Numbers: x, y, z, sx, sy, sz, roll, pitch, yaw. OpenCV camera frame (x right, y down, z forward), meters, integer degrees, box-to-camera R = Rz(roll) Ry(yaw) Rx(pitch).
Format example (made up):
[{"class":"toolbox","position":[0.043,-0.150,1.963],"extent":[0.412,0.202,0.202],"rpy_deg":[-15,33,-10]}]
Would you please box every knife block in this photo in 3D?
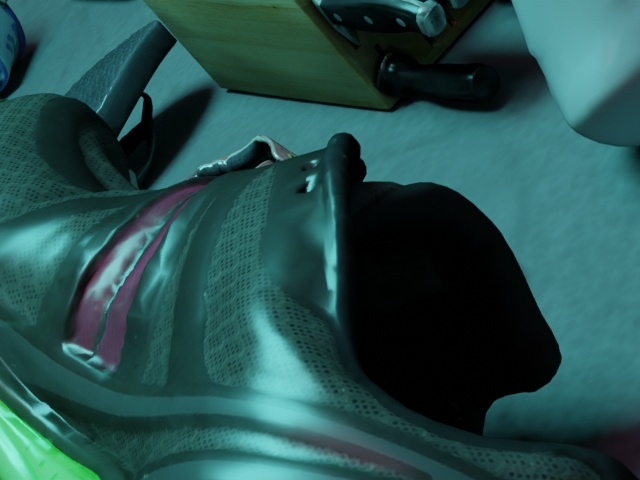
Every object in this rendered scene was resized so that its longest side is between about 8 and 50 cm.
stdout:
[{"class":"knife block","position":[0.010,-0.123,1.001],"extent":[0.276,0.088,0.242],"rpy_deg":[-28,27,26]}]

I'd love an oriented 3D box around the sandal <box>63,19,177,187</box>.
[{"class":"sandal","position":[-0.152,-0.021,1.133],"extent":[0.097,0.054,0.254],"rpy_deg":[-15,45,57]}]

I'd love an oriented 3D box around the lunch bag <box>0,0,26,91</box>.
[{"class":"lunch bag","position":[-0.359,-0.156,1.488],"extent":[0.219,0.176,0.090],"rpy_deg":[-30,28,27]}]

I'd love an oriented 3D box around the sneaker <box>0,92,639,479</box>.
[{"class":"sneaker","position":[-0.024,0.056,0.689],"extent":[0.202,0.185,0.483],"rpy_deg":[-39,35,-4]}]

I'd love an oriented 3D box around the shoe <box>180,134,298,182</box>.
[{"class":"shoe","position":[0.000,0.000,0.825],"extent":[0.063,0.081,0.178],"rpy_deg":[-53,27,-22]}]

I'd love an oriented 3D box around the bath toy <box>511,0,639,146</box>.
[{"class":"bath toy","position":[0.194,-0.170,0.688],"extent":[0.348,0.129,0.151],"rpy_deg":[-38,7,40]}]
